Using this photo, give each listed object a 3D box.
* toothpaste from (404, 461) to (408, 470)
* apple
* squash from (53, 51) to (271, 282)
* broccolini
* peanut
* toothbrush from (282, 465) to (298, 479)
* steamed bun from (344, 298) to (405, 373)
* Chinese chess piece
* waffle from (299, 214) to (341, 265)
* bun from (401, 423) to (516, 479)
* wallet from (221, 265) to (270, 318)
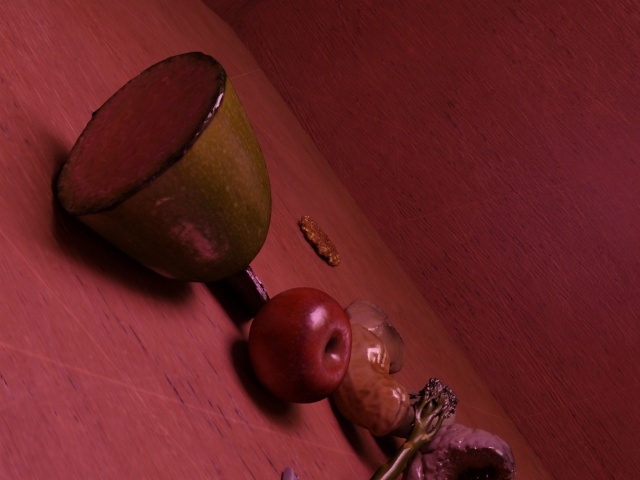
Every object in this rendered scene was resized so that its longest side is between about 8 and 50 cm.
[{"bbox_3d":[0.288,0.569,1.513,0.313,0.089,0.071,53,5,7],"label":"toothpaste"},{"bbox_3d":[-0.039,0.179,1.192,0.201,0.162,0.201,-4,94,-58],"label":"apple"},{"bbox_3d":[-0.181,-0.072,1.073,0.309,0.310,0.310,47,13,-38],"label":"squash"},{"bbox_3d":[0.141,0.375,1.260,0.079,0.074,0.392,28,36,26],"label":"broccolini"},{"bbox_3d":[0.086,0.278,1.436,0.147,0.147,0.305,45,14,-34],"label":"peanut"},{"bbox_3d":[-0.044,0.389,0.919,0.025,0.019,0.275,58,10,-16],"label":"toothbrush"},{"bbox_3d":[0.149,0.249,1.872,0.231,0.110,0.212,52,12,11],"label":"steamed bun"},{"bbox_3d":[0.199,0.374,1.529,0.188,0.188,0.083,6,91,-74],"label":"Chinese chess piece"},{"bbox_3d":[0.000,0.002,2.193,0.191,0.038,0.191,51,12,-15],"label":"waffle"},{"bbox_3d":[0.243,0.477,1.301,0.205,0.281,0.281,14,-1,19],"label":"bun"},{"bbox_3d":[-0.177,0.029,1.278,0.255,0.031,0.137,53,-27,-1],"label":"wallet"}]
